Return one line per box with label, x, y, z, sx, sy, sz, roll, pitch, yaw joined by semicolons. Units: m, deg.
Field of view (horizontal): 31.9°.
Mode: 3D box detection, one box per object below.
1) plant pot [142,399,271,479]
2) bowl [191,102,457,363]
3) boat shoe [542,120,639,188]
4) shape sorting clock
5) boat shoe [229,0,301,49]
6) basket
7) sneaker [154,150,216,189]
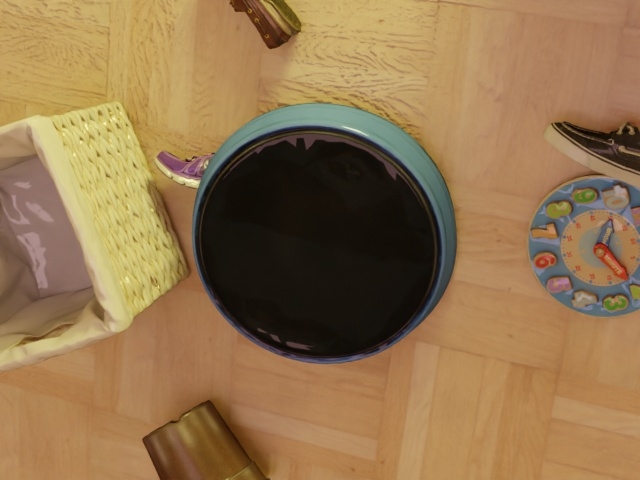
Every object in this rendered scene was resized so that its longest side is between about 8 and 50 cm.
plant pot;-0.191;0.354;1.777;0.167;0.167;0.165;-32;85;24
bowl;0.000;0.000;1.609;0.391;0.077;0.391;3;110;9
boat shoe;0.403;-0.118;1.471;0.219;0.078;0.070;23;113;3
shape sorting clock;0.383;0.011;1.531;0.206;0.040;0.206;5;107;18
boat shoe;-0.104;-0.348;1.581;0.060;0.064;0.178;-39;93;23
basket;-0.427;-0.010;1.684;0.328;0.266;0.331;-18;100;23
sneaker;-0.165;-0.109;1.685;0.170;0.068;0.071;15;96;5
